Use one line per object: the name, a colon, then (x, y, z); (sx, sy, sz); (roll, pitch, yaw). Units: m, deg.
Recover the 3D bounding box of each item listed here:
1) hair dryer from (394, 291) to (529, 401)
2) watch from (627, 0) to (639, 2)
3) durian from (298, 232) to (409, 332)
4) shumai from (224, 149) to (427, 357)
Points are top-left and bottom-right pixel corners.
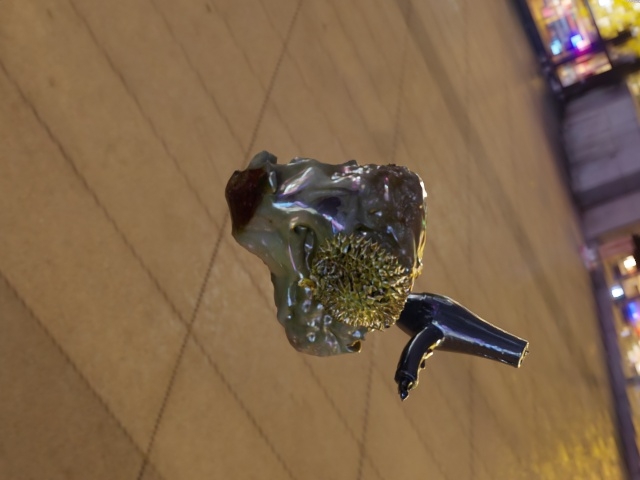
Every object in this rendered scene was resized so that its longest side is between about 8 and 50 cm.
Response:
hair dryer: (0.188, 0.193, 1.695); (0.271, 0.235, 0.091); (-48, 153, -48)
watch: (0.356, -0.399, 1.220); (0.231, 0.244, 0.196); (70, 12, -47)
durian: (0.049, 0.052, 1.538); (0.208, 0.102, 0.146); (3, 64, -42)
shumai: (-0.002, -0.001, 1.686); (0.283, 0.346, 0.217); (31, 12, -33)
